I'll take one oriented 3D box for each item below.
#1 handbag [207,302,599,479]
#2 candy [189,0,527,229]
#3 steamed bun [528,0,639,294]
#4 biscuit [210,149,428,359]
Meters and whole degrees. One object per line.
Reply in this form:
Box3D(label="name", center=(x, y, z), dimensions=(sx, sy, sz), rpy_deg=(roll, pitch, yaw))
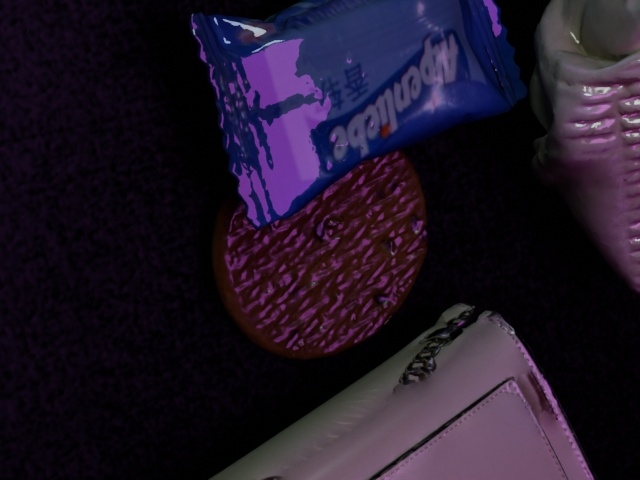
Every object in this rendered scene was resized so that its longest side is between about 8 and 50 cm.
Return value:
Box3D(label="handbag", center=(0.047, 0.244, 1.676), dimensions=(0.358, 0.160, 0.237), rpy_deg=(-33, 109, -23))
Box3D(label="candy", center=(0.039, -0.148, 1.620), dimensions=(0.331, 0.077, 0.187), rpy_deg=(-28, 105, -34))
Box3D(label="steamed bun", center=(0.350, -0.157, 1.733), dimensions=(0.346, 0.237, 0.394), rpy_deg=(11, 127, -15))
Box3D(label="biscuit", center=(0.000, 0.000, 1.666), dimensions=(0.212, 0.036, 0.212), rpy_deg=(-7, 103, -29))
